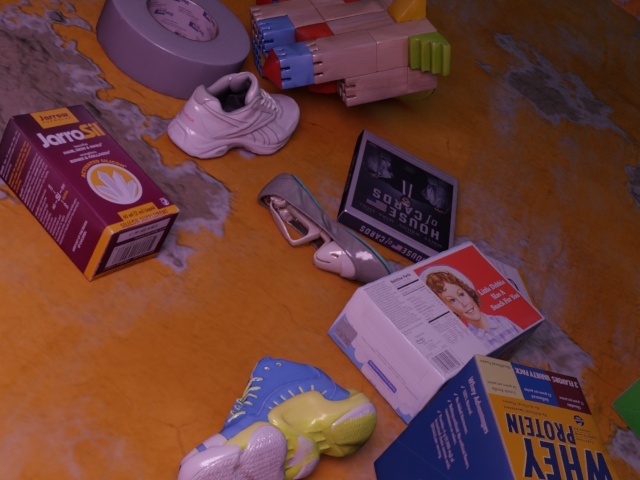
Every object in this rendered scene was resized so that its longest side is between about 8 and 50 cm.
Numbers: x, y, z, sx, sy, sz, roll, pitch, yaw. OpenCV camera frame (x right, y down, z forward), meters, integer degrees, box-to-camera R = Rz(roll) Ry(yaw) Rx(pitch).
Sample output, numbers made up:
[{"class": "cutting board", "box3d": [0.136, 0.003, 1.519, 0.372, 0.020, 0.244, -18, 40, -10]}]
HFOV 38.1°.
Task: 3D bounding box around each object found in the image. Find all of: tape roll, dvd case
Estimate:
[{"class": "tape roll", "box3d": [-0.217, -0.304, 1.374, 0.219, 0.072, 0.219, 21, 38, -17]}, {"class": "dvd case", "box3d": [0.123, -0.062, 1.401, 0.179, 0.029, 0.238, 27, 35, -9]}]

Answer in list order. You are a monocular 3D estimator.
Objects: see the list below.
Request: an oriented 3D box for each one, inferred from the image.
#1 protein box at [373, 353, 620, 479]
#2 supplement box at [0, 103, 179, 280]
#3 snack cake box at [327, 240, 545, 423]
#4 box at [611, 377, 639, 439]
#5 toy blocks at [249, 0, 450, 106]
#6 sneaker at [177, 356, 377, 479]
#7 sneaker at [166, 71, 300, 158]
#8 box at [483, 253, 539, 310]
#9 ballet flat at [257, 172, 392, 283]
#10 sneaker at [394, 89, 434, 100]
[{"class": "protein box", "box3d": [0.174, 0.260, 0.916, 0.136, 0.201, 0.200, 16, 39, -25]}, {"class": "supplement box", "box3d": [-0.264, -0.058, 1.040, 0.188, 0.081, 0.104, 46, 37, 16]}, {"class": "snack cake box", "box3d": [0.153, 0.107, 1.176, 0.152, 0.089, 0.264, 47, 37, 20]}, {"class": "box", "box3d": [0.582, 0.179, 1.286, 0.231, 0.262, 0.127, -9, 53, -43]}, {"class": "toy blocks", "box3d": [0.009, -0.321, 1.451, 0.261, 0.190, 0.381, -13, 39, -10]}, {"class": "sneaker", "box3d": [-0.062, 0.187, 0.934, 0.240, 0.091, 0.126, -7, 34, -42]}, {"class": "sneaker", "box3d": [-0.098, -0.182, 1.288, 0.090, 0.115, 0.232, 47, 37, 17]}, {"class": "box", "box3d": [0.252, 0.060, 1.346, 0.136, 0.028, 0.081, 21, 37, -31]}, {"class": "ballet flat", "box3d": [0.000, 0.000, 1.212, 0.068, 0.072, 0.213, -38, 73, -25]}, {"class": "sneaker", "box3d": [0.099, -0.276, 1.594, 0.208, 0.081, 0.094, 12, 40, -11]}]
